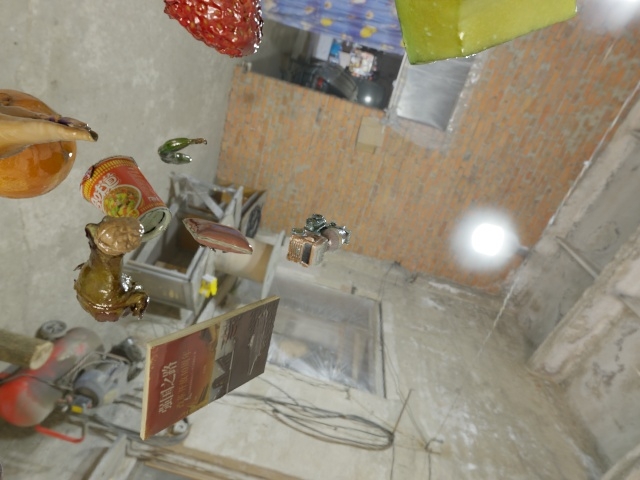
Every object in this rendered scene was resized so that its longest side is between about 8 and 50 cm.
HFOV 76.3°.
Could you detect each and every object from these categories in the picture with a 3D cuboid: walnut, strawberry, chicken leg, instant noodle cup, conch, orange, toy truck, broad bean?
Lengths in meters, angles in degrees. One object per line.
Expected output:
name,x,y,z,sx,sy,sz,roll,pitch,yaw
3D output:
walnut,-0.411,-0.010,0.841,0.079,0.082,0.096,-47,167,29
strawberry,-0.184,-0.479,0.846,0.234,0.178,0.234,-34,-177,2
chicken leg,-0.515,0.109,1.011,0.361,0.211,0.140,-41,-164,47
instant noodle cup,-0.555,-0.112,1.191,0.193,0.212,0.193,-43,165,-14
conch,-0.448,-0.146,0.558,0.109,0.330,0.093,-26,129,-79
orange,-0.866,-0.268,1.153,0.312,0.312,0.312,-164,-90,-89
toy truck,0.000,0.000,1.330,0.257,0.140,0.108,-39,145,-60
broad bean,-0.498,-0.309,1.431,0.292,0.144,0.049,-9,-92,62

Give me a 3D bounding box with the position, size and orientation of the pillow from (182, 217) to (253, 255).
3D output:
pillow,-0.303,-0.009,1.194,0.171,0.179,0.075,36,-75,54

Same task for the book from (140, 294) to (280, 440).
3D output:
book,-0.256,0.295,1.002,0.374,0.028,0.262,-15,126,-50

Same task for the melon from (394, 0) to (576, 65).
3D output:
melon,0.147,-0.323,0.341,0.124,0.196,0.323,-112,177,-45

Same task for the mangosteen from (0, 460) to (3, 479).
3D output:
mangosteen,-0.883,0.598,0.992,0.200,0.200,0.200,-164,-90,-89
